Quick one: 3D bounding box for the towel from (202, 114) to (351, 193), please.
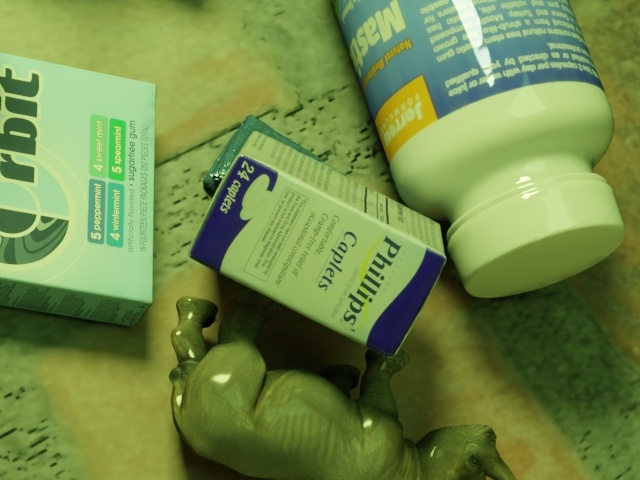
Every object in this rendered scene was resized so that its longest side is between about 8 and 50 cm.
[{"bbox_3d":[-0.013,-0.029,1.221,0.119,0.029,0.067,33,54,-7],"label":"towel"}]

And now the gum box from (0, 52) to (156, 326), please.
[{"bbox_3d":[-0.193,-0.038,1.129,0.184,0.041,0.157,10,60,-22],"label":"gum box"}]

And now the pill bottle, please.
[{"bbox_3d":[0.104,-0.107,1.245,0.152,0.152,0.272,-7,68,-29],"label":"pill bottle"}]

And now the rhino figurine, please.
[{"bbox_3d":[0.017,0.117,1.135,0.243,0.073,0.106,24,53,-15],"label":"rhino figurine"}]

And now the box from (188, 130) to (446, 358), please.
[{"bbox_3d":[0.000,0.000,1.128,0.137,0.126,0.072,27,100,-2],"label":"box"}]
